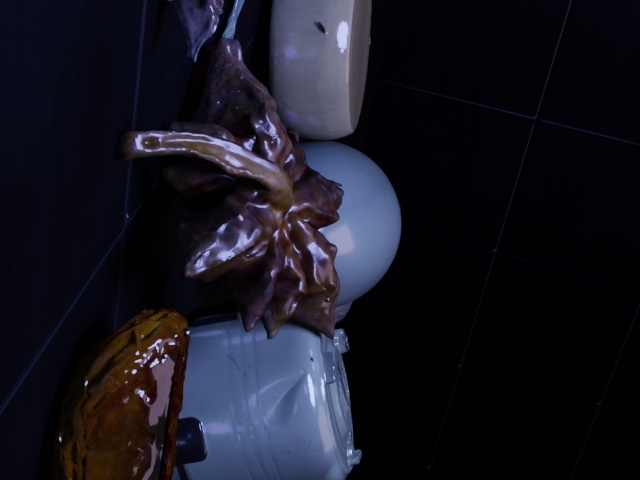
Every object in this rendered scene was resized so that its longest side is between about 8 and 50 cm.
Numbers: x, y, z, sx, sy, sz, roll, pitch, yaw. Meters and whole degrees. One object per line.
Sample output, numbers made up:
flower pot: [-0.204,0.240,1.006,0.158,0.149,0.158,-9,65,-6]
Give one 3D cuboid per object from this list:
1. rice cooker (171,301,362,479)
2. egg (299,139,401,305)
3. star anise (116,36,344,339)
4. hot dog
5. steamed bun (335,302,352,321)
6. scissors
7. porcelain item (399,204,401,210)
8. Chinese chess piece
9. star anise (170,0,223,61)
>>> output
rice cooker: [-0.086,0.176,1.298,0.226,0.244,0.226,-14,90,-81]
egg: [-0.012,-0.019,1.588,0.371,0.230,0.230,-26,131,-78]
star anise: [-0.059,-0.036,1.140,0.349,0.109,0.292,54,24,-33]
hot dog: [-0.172,0.165,1.058,0.160,0.099,0.227,-50,153,-79]
steamed bun: [0.000,0.000,2.035,0.283,0.177,0.283,-157,-90,-87]
scissors: [-0.095,-0.229,1.270,0.144,0.017,0.248,91,13,-73]
porcelain item: [0.024,-0.078,1.884,0.081,0.215,0.069,-64,169,-60]
Chinese chess piece: [0.004,-0.265,1.546,0.273,0.102,0.273,5,90,-83]
star anise: [-0.099,-0.214,0.995,0.124,0.056,0.129,1,101,-73]
